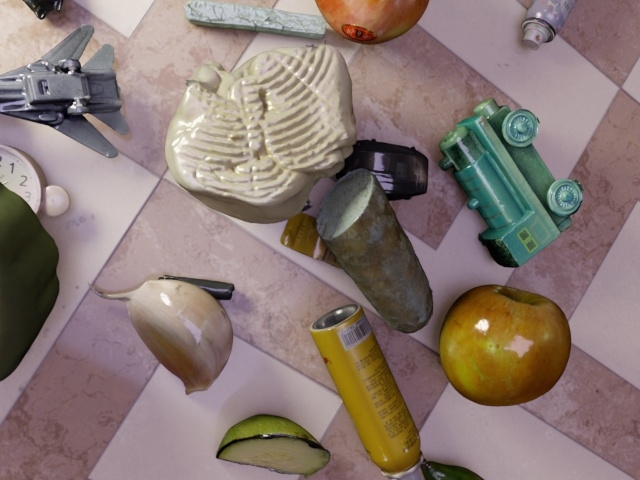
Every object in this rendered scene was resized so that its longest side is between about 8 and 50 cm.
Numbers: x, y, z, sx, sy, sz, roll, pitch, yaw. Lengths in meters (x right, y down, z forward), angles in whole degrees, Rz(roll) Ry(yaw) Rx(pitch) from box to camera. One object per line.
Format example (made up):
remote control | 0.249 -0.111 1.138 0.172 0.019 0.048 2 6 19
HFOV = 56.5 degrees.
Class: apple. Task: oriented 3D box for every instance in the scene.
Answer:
apple | 0.331 0.193 1.082 0.236 0.237 0.208 6 105 -14
apple | 0.084 -0.433 0.993 0.209 0.164 0.210 9 75 -38

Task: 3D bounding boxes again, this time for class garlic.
garlic | -0.245 0.128 0.985 0.148 0.128 0.267 -40 96 -10

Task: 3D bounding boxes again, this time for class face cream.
face cream | 0.457 -0.471 1.144 0.075 0.075 0.229 31 86 -14
face cream | 0.097 0.291 1.080 0.105 0.105 0.349 -27 99 -11

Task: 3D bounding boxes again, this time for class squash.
squash | -0.071 0.338 1.042 0.191 0.184 0.085 17 50 -17

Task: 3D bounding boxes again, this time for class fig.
fig | 0.253 0.475 1.136 0.117 0.117 0.177 -43 84 -8

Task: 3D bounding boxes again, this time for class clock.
clock | -0.511 -0.074 0.933 0.229 0.063 0.156 7 94 -12

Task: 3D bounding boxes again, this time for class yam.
yam | 0.104 0.039 1.027 0.133 0.133 0.330 -39 124 -9

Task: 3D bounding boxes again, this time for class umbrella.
umbrella | -0.215 0.083 1.029 0.133 0.031 0.036 9 92 -14

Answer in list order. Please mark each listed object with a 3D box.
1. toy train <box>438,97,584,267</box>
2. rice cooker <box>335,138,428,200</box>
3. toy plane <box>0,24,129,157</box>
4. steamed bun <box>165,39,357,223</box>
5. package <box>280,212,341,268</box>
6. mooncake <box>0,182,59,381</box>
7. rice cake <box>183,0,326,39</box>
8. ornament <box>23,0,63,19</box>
toy train | 0.347 -0.109 1.117 0.194 0.120 0.298 -38 101 -4
rice cooker | 0.113 -0.120 1.058 0.165 0.112 0.107 12 85 -15
toy plane | -0.423 -0.219 0.874 0.267 0.088 0.212 -13 96 -42
steamed bun | -0.089 -0.163 0.962 0.319 0.206 0.275 -20 83 -12
package | 0.000 0.000 1.069 0.131 0.047 0.071 24 90 -16
mooncake | -0.543 0.046 0.824 0.351 0.187 0.352 -1 112 -3
rice cake | -0.110 -0.379 1.022 0.245 0.045 0.042 1 96 -14
ornament | -0.402 -0.488 0.926 0.236 0.080 0.202 -38 97 -9
